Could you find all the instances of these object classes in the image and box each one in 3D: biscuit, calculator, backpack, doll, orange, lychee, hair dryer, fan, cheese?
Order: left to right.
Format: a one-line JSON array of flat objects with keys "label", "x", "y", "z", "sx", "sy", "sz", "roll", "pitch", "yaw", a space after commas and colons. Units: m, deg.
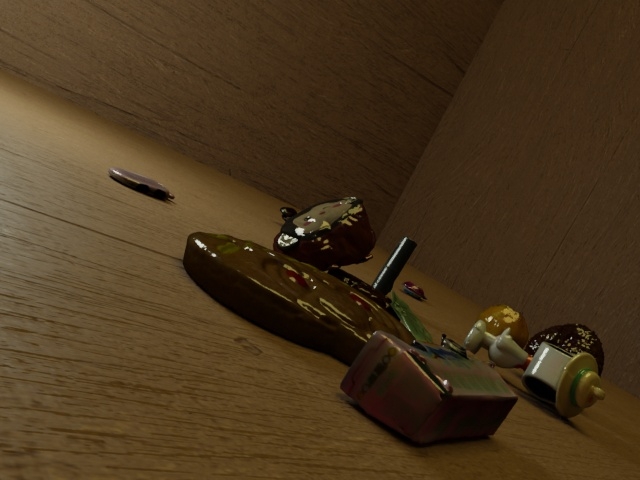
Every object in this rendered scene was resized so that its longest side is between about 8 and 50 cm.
[{"label": "calculator", "x": -0.387, "y": -0.124, "z": 1.397, "sx": 0.103, "sy": 0.024, "sz": 0.166, "roll": 31, "pitch": 6, "yaw": 36}, {"label": "biscuit", "x": -0.039, "y": -0.038, "z": 2.219, "sx": 0.235, "sy": 0.063, "sz": 0.151, "roll": 32, "pitch": 6, "yaw": 20}, {"label": "biscuit", "x": -0.008, "y": 0.089, "z": 0.958, "sx": 0.350, "sy": 0.070, "sz": 0.394, "roll": 32, "pitch": 6, "yaw": 41}, {"label": "backpack", "x": -0.001, "y": -0.002, "z": 1.376, "sx": 0.229, "sy": 0.229, "sz": 0.139, "roll": -137, "pitch": -155, "yaw": -73}, {"label": "biscuit", "x": 0.094, "y": 0.118, "z": 1.384, "sx": 0.192, "sy": 0.049, "sz": 0.192, "roll": 35, "pitch": 3, "yaw": -2}, {"label": "hair dryer", "x": 0.193, "y": 0.089, "z": 1.700, "sx": 0.050, "sy": 0.173, "sz": 0.195, "roll": 33, "pitch": -9, "yaw": 13}, {"label": "fan", "x": 0.189, "y": 0.167, "z": 1.319, "sx": 0.131, "sy": 0.009, "sz": 0.240, "roll": 42, "pitch": 11, "yaw": -21}, {"label": "cheese", "x": 0.320, "y": 0.172, "z": 2.160, "sx": 0.095, "sy": 0.038, "sz": 0.145, "roll": 33, "pitch": 0, "yaw": 35}, {"label": "orange", "x": 0.529, "y": 0.256, "z": 1.854, "sx": 0.154, "sy": 0.134, "sz": 0.155, "roll": 31, "pitch": 11, "yaw": -6}, {"label": "doll", "x": 0.435, "y": 0.264, "z": 1.339, "sx": 0.271, "sy": 0.144, "sz": 0.208, "roll": 32, "pitch": -16, "yaw": 9}, {"label": "lychee", "x": 0.589, "y": 0.293, "z": 1.547, "sx": 0.194, "sy": 0.194, "sz": 0.194, "roll": 27, "pitch": 5, "yaw": -2}]

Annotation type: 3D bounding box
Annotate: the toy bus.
[{"label": "toy bus", "x": 0.142, "y": 0.176, "z": 0.766, "sx": 0.112, "sy": 0.090, "sz": 0.274, "roll": 38, "pitch": 11, "yaw": 35}]
